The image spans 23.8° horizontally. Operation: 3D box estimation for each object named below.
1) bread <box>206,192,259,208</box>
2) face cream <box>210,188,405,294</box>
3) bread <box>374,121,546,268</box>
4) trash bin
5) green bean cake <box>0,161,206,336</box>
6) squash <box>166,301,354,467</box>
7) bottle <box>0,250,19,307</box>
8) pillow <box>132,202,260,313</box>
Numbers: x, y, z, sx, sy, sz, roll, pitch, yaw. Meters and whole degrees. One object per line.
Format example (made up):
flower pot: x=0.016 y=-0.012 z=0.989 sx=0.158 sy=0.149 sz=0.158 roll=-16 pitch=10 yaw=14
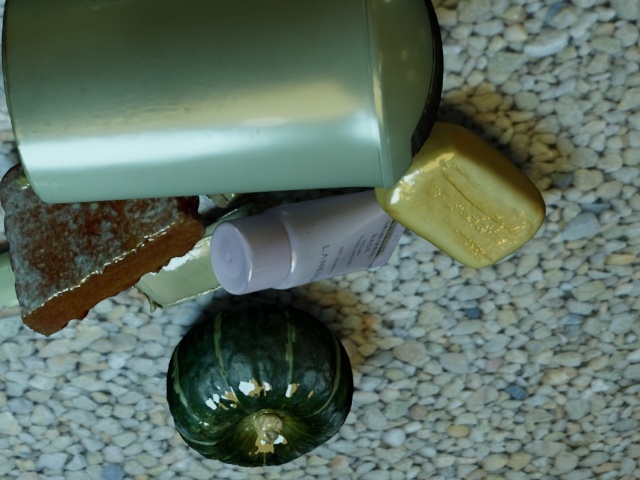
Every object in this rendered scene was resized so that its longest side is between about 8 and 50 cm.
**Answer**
bread: x=-0.110 y=-0.067 z=1.832 sx=0.109 sy=0.062 sz=0.043 roll=16 pitch=134 yaw=-23
face cream: x=0.000 y=0.000 z=1.862 sx=0.274 sy=0.096 sz=0.154 roll=-12 pitch=139 yaw=-35
bread: x=0.168 y=-0.061 z=1.841 sx=0.147 sy=0.098 sz=0.217 roll=-35 pitch=130 yaw=23
trash bin: x=-0.088 y=-0.179 z=1.584 sx=0.432 sy=0.280 sz=0.280 roll=-6 pitch=134 yaw=4
green bean cake: x=-0.251 y=-0.014 z=1.779 sx=0.233 sy=0.198 sz=0.097 roll=-17 pitch=171 yaw=8
squash: x=-0.080 y=0.194 z=2.014 sx=0.252 sy=0.165 sz=0.252 roll=-3 pitch=137 yaw=-3
bottle: x=-0.311 y=0.018 z=1.884 sx=0.201 sy=0.072 sz=0.072 roll=-22 pitch=132 yaw=14
pillow: x=-0.147 y=0.025 z=1.917 sx=0.208 sy=0.053 sz=0.119 roll=-23 pitch=146 yaw=13
